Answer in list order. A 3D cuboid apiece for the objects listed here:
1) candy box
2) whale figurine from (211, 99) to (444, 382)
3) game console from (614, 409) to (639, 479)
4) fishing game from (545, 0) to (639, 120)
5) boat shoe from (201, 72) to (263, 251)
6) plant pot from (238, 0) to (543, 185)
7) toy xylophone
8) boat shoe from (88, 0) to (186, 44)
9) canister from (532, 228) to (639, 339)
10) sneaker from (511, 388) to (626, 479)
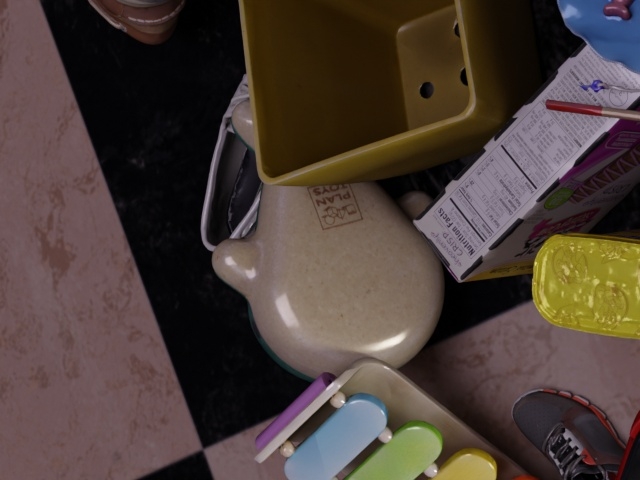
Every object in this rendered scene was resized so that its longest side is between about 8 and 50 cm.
[{"bbox_3d":[0.205,-0.068,1.376,0.233,0.159,0.071,-47,67,29],"label":"candy box"},{"bbox_3d":[0.000,0.000,1.526,0.141,0.216,0.272,129,122,-69],"label":"whale figurine"},{"bbox_3d":[0.388,0.316,1.320,0.386,0.060,0.342,22,112,22],"label":"game console"},{"bbox_3d":[0.261,-0.209,1.248,0.189,0.041,0.264,11,77,24],"label":"fishing game"},{"bbox_3d":[-0.050,-0.110,1.590,0.096,0.088,0.267,32,111,29],"label":"boat shoe"},{"bbox_3d":[0.076,-0.159,1.428,0.212,0.187,0.212,-17,73,34],"label":"plant pot"},{"bbox_3d":[0.083,0.244,1.471,0.322,0.081,0.236,31,119,-6],"label":"toy xylophone"},{"bbox_3d":[-0.223,-0.317,1.672,0.116,0.123,0.324,92,156,-53],"label":"boat shoe"},{"bbox_3d":[0.261,0.029,1.339,0.126,0.170,0.073,7,98,34],"label":"canister"},{"bbox_3d":[0.222,0.180,1.440,0.158,0.065,0.061,35,113,27],"label":"sneaker"}]
